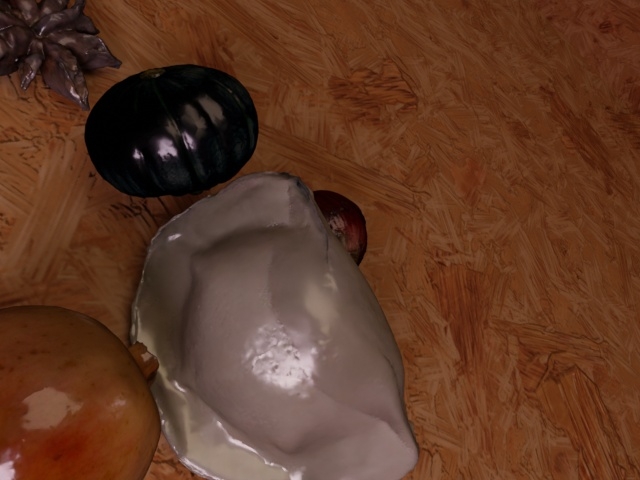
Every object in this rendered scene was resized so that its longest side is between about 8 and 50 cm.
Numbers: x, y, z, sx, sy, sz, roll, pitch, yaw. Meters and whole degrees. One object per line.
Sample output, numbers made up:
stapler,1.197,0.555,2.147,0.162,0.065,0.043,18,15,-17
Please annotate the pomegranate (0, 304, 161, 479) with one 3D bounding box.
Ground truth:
pomegranate,-0.218,0.143,0.426,0.191,0.191,0.191,19,55,-29

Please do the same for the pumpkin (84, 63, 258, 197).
pumpkin,-0.165,-0.123,0.616,0.194,0.194,0.150,-19,98,-43

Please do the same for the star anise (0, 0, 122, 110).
star anise,-0.325,-0.230,0.630,0.195,0.065,0.182,53,47,-7

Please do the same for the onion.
onion,0.000,0.000,0.719,0.131,0.131,0.131,19,55,-29

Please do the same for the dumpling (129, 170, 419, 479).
dumpling,-0.054,0.120,0.588,0.260,0.181,0.341,-24,110,-7
